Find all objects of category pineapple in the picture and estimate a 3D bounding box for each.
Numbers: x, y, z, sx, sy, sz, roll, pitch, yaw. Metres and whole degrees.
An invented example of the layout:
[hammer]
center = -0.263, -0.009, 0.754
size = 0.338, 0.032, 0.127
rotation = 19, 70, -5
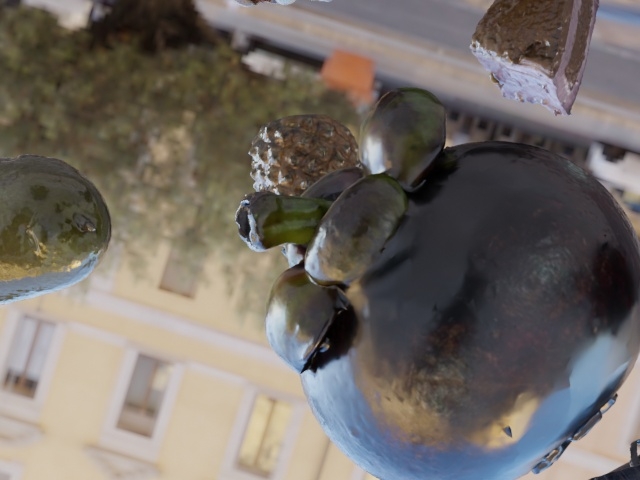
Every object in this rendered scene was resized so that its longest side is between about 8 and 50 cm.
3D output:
[pineapple]
center = 0.000, 0.000, 2.224
size = 0.169, 0.340, 0.169
rotation = -10, 164, -3

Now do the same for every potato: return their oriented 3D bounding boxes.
[potato]
center = -0.325, -0.010, 1.739
size = 0.251, 0.174, 0.159
rotation = -4, 152, 38

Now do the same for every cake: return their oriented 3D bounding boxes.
[cake]
center = 0.259, -0.275, 1.824
size = 0.113, 0.295, 0.116
rotation = 4, 146, 30

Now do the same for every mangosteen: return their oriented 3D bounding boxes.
[mangosteen]
center = 0.113, 0.051, 1.350
size = 0.330, 0.330, 0.330
rotation = 17, -178, -1

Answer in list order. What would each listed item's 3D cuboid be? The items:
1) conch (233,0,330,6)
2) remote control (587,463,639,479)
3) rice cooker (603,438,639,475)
[conch]
center = -0.057, -0.280, 1.488
size = 0.176, 0.104, 0.094
rotation = 38, -139, -7
[remote control]
center = 0.321, 0.227, 1.542
size = 0.152, 0.027, 0.043
rotation = -15, -155, -10
[rice cooker]
center = 0.392, 0.316, 1.832
size = 0.203, 0.118, 0.142
rotation = 48, -156, -37
